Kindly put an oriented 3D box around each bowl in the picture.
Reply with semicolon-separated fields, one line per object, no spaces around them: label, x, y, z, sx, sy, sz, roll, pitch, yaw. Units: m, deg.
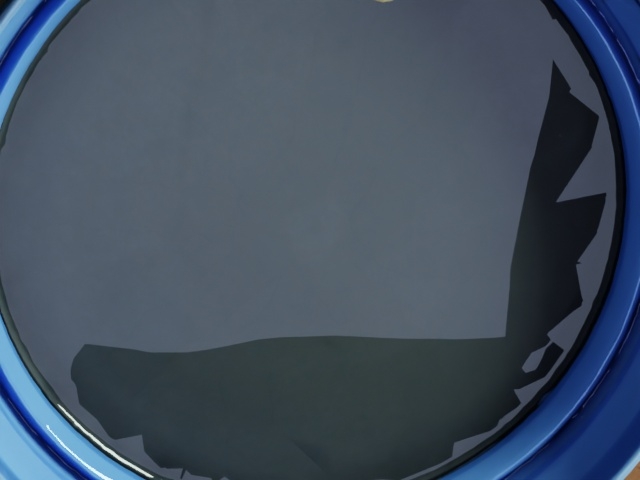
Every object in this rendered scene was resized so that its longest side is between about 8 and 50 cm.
bowl;0.000;0.000;0.918;0.391;0.077;0.391;-3;109;-8

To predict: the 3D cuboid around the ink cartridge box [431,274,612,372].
ink cartridge box;0.154;0.053;1.051;0.198;0.067;0.115;-26;123;-2
